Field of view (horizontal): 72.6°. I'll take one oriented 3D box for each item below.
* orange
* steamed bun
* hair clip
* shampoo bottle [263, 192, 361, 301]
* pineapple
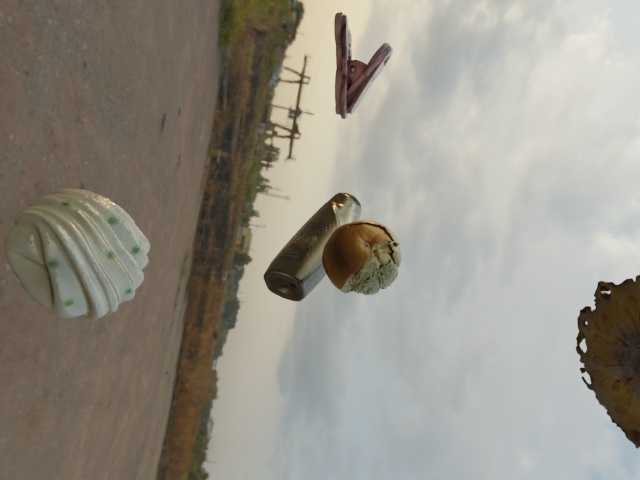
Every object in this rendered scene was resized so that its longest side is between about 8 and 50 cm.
[{"bbox_3d":[0.081,0.036,0.848,0.134,0.156,0.157,102,-5,-71],"label":"orange"},{"bbox_3d":[-0.313,0.014,0.594,0.106,0.183,0.183,-15,-125,31],"label":"steamed bun"},{"bbox_3d":[0.042,-0.287,0.730,0.138,0.102,0.123,-56,176,17],"label":"hair clip"},{"bbox_3d":[0.000,0.000,1.063,0.350,0.125,0.084,-50,144,-41],"label":"shampoo bottle"},{"bbox_3d":[0.545,0.150,0.576,0.262,0.271,0.263,174,-90,-72],"label":"pineapple"}]
